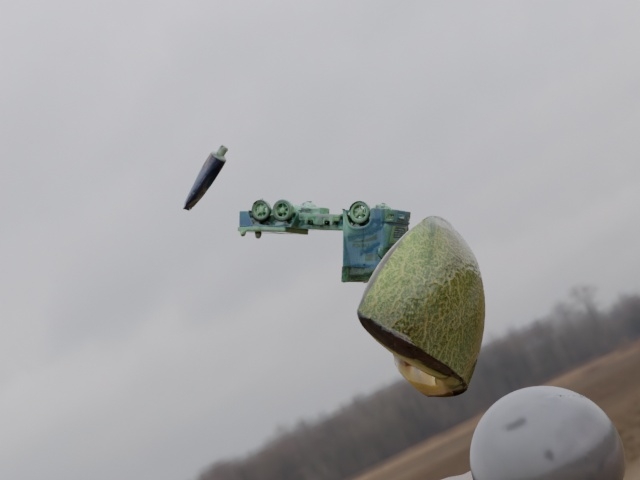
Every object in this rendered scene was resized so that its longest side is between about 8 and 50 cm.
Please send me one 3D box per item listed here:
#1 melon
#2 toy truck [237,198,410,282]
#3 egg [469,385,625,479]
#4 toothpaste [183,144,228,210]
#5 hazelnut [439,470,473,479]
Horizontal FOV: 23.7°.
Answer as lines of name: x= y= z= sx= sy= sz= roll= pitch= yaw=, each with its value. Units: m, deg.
melon: x=0.090 y=0.048 z=1.132 sx=0.128 sy=0.079 sz=0.160 roll=-68 pitch=-20 yaw=-9
toy truck: x=0.000 y=0.000 z=1.512 sx=0.175 sy=0.081 sz=0.067 roll=2 pitch=-2 yaw=26
egg: x=0.220 y=0.215 z=1.497 sx=0.146 sy=0.146 sz=0.198 roll=-24 pitch=9 yaw=-8
toothpaste: x=-0.123 y=-0.067 z=1.633 sx=0.083 sy=0.019 sz=0.027 roll=-57 pitch=-10 yaw=16
hazelnut: x=0.195 y=0.429 z=1.745 sx=0.315 sy=0.372 sz=0.372 roll=23 pitch=24 yaw=33
